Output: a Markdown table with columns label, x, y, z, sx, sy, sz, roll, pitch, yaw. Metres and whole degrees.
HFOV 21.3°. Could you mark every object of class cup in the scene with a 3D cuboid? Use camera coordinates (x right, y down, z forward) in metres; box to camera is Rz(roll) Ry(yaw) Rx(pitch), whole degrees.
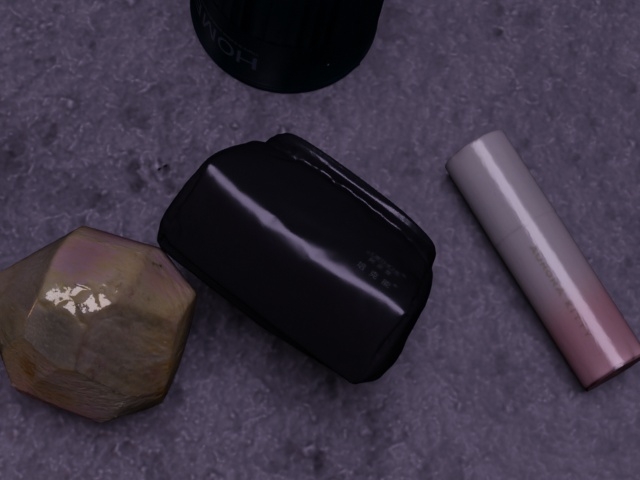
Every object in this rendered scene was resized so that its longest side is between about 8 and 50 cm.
| label | x | y | z | sx | sy | sz | roll | pitch | yaw |
| --- | --- | --- | --- | --- | --- | --- | --- | --- | --- |
| cup | -0.039 | -0.372 | 2.052 | 0.242 | 0.292 | 0.308 | -18 | 76 | -13 |

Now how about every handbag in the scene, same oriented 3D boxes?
| label | x | y | z | sx | sy | sz | roll | pitch | yaw |
| --- | --- | --- | --- | --- | --- | --- | --- | --- | --- |
| handbag | 0.001 | -0.002 | 1.936 | 0.302 | 0.275 | 0.178 | 35 | 114 | 6 |

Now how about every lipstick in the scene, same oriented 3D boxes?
| label | x | y | z | sx | sy | sz | roll | pitch | yaw |
| --- | --- | --- | --- | --- | --- | --- | --- | --- | --- |
| lipstick | 0.272 | 0.022 | 2.064 | 0.087 | 0.087 | 0.327 | -28 | 77 | -16 |

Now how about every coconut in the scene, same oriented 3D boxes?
| label | x | y | z | sx | sy | sz | roll | pitch | yaw |
| --- | --- | --- | --- | --- | --- | --- | --- | --- | --- |
| coconut | -0.260 | 0.084 | 1.905 | 0.237 | 0.237 | 0.197 | 20 | 64 | 0 |
